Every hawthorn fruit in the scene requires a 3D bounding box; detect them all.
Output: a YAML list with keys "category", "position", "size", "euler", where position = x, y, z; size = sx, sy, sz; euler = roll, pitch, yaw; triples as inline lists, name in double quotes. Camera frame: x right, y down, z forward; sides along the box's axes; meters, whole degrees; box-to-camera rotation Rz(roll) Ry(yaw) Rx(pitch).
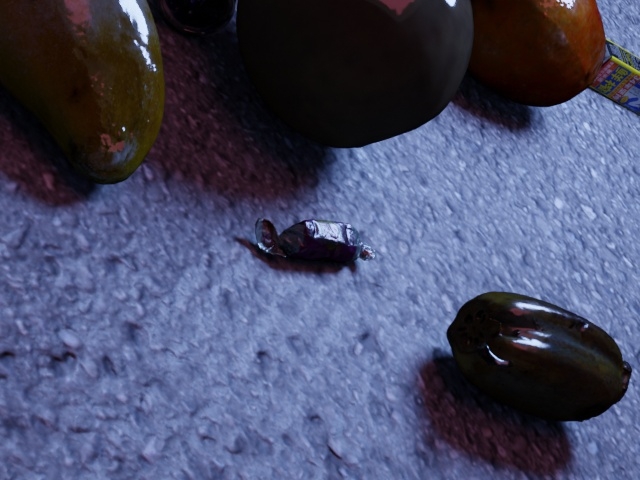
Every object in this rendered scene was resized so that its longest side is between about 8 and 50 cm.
- category: "hawthorn fruit"
  position: [0.315, -0.294, 2.157]
  size: [0.261, 0.224, 0.224]
  euler: [43, 31, -26]

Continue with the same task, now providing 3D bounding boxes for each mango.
- category: "mango"
  position: [-0.252, -0.204, 1.503]
  size: [0.193, 0.146, 0.316]
  euler: [-17, 76, -41]

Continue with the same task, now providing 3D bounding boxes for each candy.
- category: "candy"
  position: [0.000, 0.000, 1.641]
  size: [0.175, 0.043, 0.045]
  euler: [5, 60, -45]

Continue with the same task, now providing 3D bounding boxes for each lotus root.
- category: "lotus root"
  position: [0.248, 0.133, 1.697]
  size: [0.241, 0.123, 0.124]
  euler: [25, 67, -33]

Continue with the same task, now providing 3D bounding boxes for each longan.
- category: "longan"
  position: [0.040, -0.258, 1.752]
  size: [0.297, 0.297, 0.297]
  euler: [28, 37, -24]

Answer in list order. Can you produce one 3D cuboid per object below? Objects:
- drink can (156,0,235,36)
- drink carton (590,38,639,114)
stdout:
- category: "drink can"
  position: [-0.144, -0.353, 1.820]
  size: [0.097, 0.097, 0.235]
  euler: [29, 36, -23]
- category: "drink carton"
  position: [0.506, -0.265, 2.450]
  size: [0.165, 0.071, 0.056]
  euler: [23, 42, -32]
